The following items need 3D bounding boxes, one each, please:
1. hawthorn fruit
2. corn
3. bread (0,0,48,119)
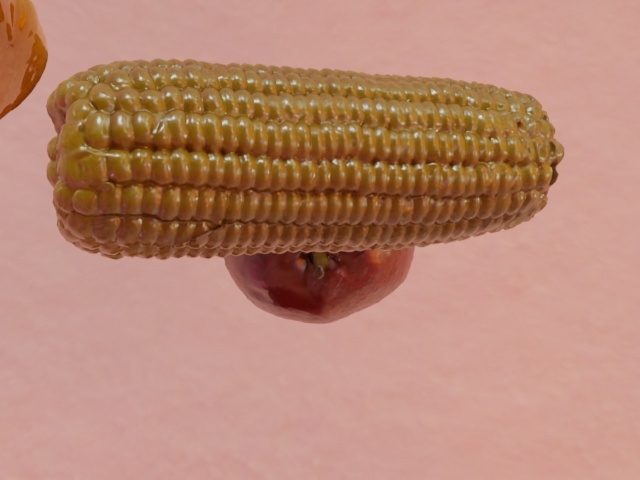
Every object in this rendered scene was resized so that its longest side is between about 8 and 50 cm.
[{"bbox_3d":[0.000,0.000,1.095,0.230,0.266,0.210,-3,112,-5],"label":"hawthorn fruit"},{"bbox_3d":[-0.003,-0.051,0.654,0.345,0.131,0.131,0,97,-23],"label":"corn"},{"bbox_3d":[-0.199,-0.090,0.310,0.174,0.245,0.121,-39,72,-7],"label":"bread"}]
